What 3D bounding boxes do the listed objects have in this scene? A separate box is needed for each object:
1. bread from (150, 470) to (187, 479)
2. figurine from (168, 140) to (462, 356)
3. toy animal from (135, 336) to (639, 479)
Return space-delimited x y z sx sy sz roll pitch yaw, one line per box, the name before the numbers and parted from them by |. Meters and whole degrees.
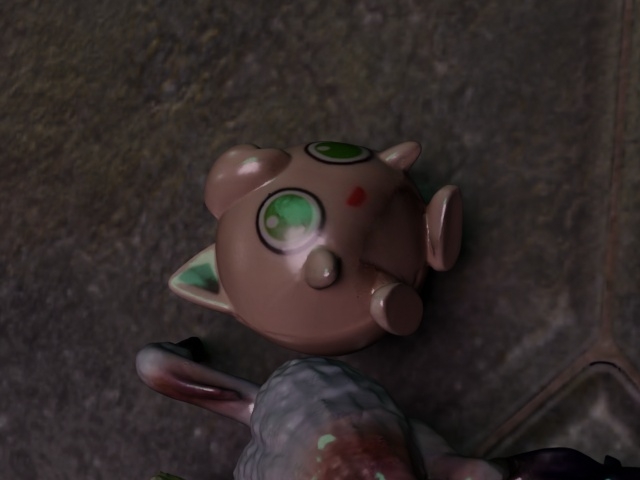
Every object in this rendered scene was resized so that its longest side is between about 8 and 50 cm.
bread | 0.014 0.269 0.579 0.405 0.346 0.242 16 103 15
figurine | 0.000 0.000 0.727 0.138 0.125 0.125 17 90 28
toy animal | 0.004 0.104 0.659 0.324 0.195 0.090 15 89 30
